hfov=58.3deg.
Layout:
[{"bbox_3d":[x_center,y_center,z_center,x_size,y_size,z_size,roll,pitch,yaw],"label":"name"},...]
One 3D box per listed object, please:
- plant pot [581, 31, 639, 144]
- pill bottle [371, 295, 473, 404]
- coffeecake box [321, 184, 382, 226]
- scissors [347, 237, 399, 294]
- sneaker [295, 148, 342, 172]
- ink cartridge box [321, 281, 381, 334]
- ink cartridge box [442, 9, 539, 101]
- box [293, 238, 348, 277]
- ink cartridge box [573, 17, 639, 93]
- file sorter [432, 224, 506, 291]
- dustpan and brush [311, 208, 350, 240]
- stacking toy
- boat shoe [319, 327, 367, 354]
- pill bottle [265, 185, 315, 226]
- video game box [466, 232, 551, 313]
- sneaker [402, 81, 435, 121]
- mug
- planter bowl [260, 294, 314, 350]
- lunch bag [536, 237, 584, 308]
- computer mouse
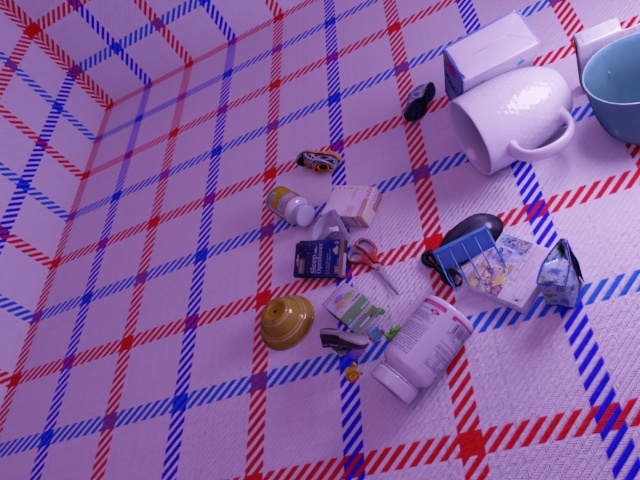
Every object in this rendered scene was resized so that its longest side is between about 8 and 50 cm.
[{"bbox_3d":[0.943,-0.423,1.684,0.293,0.235,0.292,-18,48,21],"label":"plant pot"},{"bbox_3d":[0.280,0.307,1.605,0.283,0.160,0.160,-49,44,-9],"label":"pill bottle"},{"bbox_3d":[0.117,-0.130,2.137,0.186,0.068,0.142,5,59,37],"label":"coffeecake box"},{"bbox_3d":[0.197,0.079,1.947,0.109,0.021,0.297,-46,42,-9],"label":"scissors"},{"bbox_3d":[-0.018,-0.324,2.381,0.215,0.084,0.083,4,63,35],"label":"sneaker"},{"bbox_3d":[0.095,0.213,1.829,0.109,0.062,0.209,-46,22,-7],"label":"ink cartridge box"},{"bbox_3d":[0.581,-0.584,2.005,0.270,0.395,0.151,-26,73,7],"label":"ink cartridge box"},{"bbox_3d":[-0.010,0.067,2.057,0.225,0.037,0.136,-3,77,34],"label":"box"},{"bbox_3d":[0.934,-0.593,1.797,0.239,0.275,0.060,-19,64,21],"label":"ink cartridge box"},{"bbox_3d":[0.437,0.058,1.662,0.170,0.118,0.104,-28,53,13],"label":"file sorter"},{"bbox_3d":[0.000,0.000,2.110,0.211,0.060,0.147,-45,60,35],"label":"dustpan and brush"},{"bbox_3d":[0.140,0.309,1.733,0.221,0.052,0.167,-42,22,1],"label":"stacking toy"},{"bbox_3d":[0.069,0.310,1.728,0.206,0.075,0.064,4,93,54],"label":"boat shoe"},{"bbox_3d":[-0.116,-0.132,2.264,0.117,0.117,0.208,-49,44,-9],"label":"pill bottle"},{"bbox_3d":[0.560,0.092,1.669,0.187,0.048,0.205,27,73,43],"label":"video game box"},{"bbox_3d":[0.382,-0.549,2.297,0.081,0.080,0.211,8,51,46],"label":"sneaker"},{"bbox_3d":[0.641,-0.380,1.831,0.328,0.276,0.374,-29,42,2],"label":"mug"},{"bbox_3d":[-0.138,0.263,1.981,0.217,0.090,0.217,-19,47,21],"label":"planter bowl"},{"bbox_3d":[0.654,0.089,1.547,0.096,0.129,0.151,4,57,37],"label":"lunch bag"},{"bbox_3d":[0.452,0.005,1.795,0.272,0.072,0.188,-41,42,-1],"label":"computer mouse"}]
